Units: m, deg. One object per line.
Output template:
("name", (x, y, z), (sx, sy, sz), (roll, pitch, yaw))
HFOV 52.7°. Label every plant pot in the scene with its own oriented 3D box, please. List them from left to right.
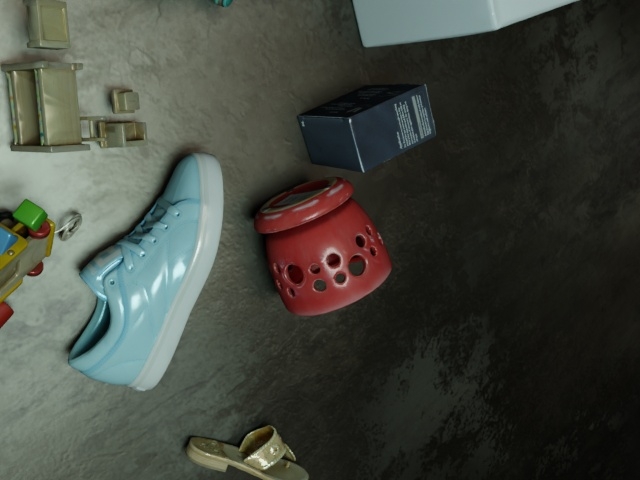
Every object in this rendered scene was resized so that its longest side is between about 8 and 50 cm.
("plant pot", (0.000, 0.000, 1.038), (0.191, 0.191, 0.174), (-29, 107, -24))

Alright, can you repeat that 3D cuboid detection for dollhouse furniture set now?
("dollhouse furniture set", (-0.328, -0.214, 0.866), (0.161, 0.101, 0.182), (-17, 109, -54))

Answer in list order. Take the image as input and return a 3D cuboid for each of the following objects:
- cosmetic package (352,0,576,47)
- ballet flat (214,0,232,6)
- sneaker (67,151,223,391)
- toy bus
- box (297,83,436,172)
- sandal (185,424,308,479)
("cosmetic package", (0.270, -0.524, 1.015), (0.393, 0.329, 0.328), (-25, 112, -25))
("ballet flat", (-0.114, -0.459, 0.947), (0.087, 0.083, 0.247), (31, 82, -8))
("sneaker", (-0.252, 0.035, 0.917), (0.150, 0.135, 0.366), (19, 89, -36))
("toy bus", (-0.424, 0.017, 0.819), (0.104, 0.202, 0.191), (33, 88, -2))
("box", (0.075, -0.189, 1.063), (0.158, 0.156, 0.093), (-28, 114, -24))
("sandal", (-0.104, 0.352, 1.099), (0.240, 0.088, 0.079), (22, 94, -28))
